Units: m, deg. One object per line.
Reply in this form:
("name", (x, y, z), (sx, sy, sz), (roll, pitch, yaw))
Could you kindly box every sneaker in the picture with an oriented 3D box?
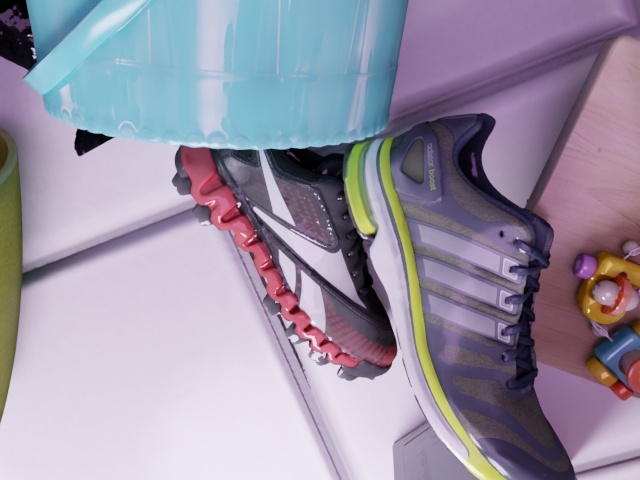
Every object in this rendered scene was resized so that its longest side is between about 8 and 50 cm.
("sneaker", (0.118, 0.040, 0.431), (0.121, 0.111, 0.299), (-27, 80, 29))
("sneaker", (0.000, 0.000, 0.520), (0.135, 0.097, 0.276), (-34, 99, 15))

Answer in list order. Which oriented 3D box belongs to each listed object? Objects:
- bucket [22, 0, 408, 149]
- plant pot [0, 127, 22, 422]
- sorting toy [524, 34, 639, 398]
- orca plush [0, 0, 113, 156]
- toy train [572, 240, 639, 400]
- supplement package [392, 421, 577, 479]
("bucket", (-0.065, -0.177, 0.394), (0.282, 0.281, 0.182), (6, 111, 3))
("plant pot", (-0.381, 0.072, 0.511), (0.275, 0.274, 0.293), (6, 122, 4))
("sorting toy", (0.292, -0.001, 0.498), (0.257, 0.089, 0.255), (20, 107, -1))
("orca plush", (-0.264, -0.194, 0.457), (0.151, 0.102, 0.287), (-35, 101, -20))
("toy train", (0.261, 0.053, 0.445), (0.125, 0.046, 0.166), (-7, 105, 8))
("supplement package", (0.156, 0.257, 0.503), (0.139, 0.244, 0.134), (-39, 99, 15))
